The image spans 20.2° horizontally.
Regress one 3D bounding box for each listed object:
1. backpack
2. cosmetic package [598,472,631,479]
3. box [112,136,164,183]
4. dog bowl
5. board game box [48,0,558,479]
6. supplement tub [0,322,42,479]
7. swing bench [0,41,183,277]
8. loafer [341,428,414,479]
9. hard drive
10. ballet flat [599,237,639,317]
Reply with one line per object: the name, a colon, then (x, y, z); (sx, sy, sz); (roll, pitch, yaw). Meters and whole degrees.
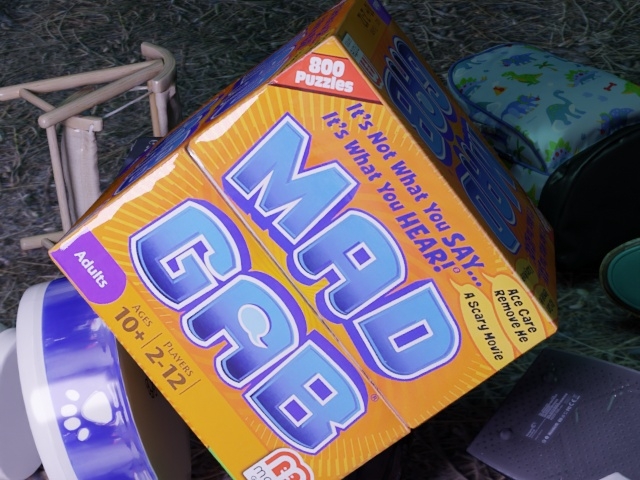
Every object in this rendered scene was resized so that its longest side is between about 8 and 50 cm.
backpack: (0.312, -0.128, 2.476); (0.290, 0.273, 0.355); (-25, 20, -23)
cosmetic package: (0.277, 0.350, 1.490); (0.138, 0.225, 0.224); (-22, 31, -30)
box: (-0.064, 0.016, 2.249); (0.395, 0.212, 0.293); (0, 26, 8)
dog bowl: (-0.225, 0.162, 1.900); (0.104, 0.265, 0.265); (-15, 25, 7)
board game box: (0.000, 0.000, 1.879); (0.356, 0.356, 0.356); (-36, 9, 15)
supplement tub: (-0.450, 0.173, 2.019); (0.272, 0.191, 0.191); (5, 28, 19)
swing bench: (-0.289, -0.110, 2.499); (0.254, 0.253, 0.165); (-21, 30, -28)
loafer: (0.041, 0.254, 1.909); (0.109, 0.095, 0.302); (-33, 10, 27)
hard drive: (0.295, 0.213, 1.890); (0.254, 0.054, 0.172); (18, 60, 45)
ballet flat: (0.518, 0.043, 2.225); (0.348, 0.123, 0.123); (-3, 26, 5)
